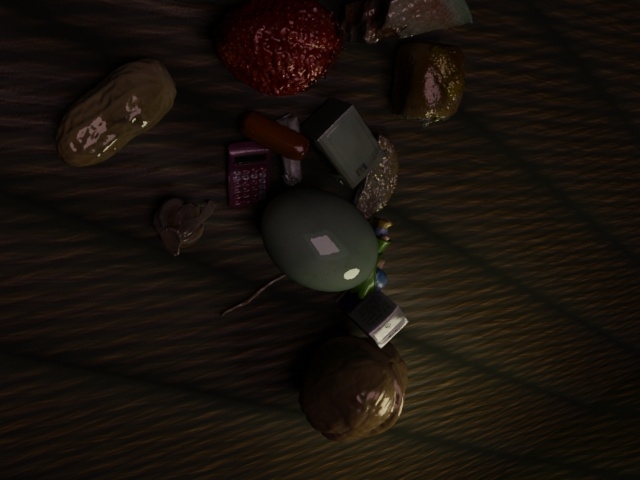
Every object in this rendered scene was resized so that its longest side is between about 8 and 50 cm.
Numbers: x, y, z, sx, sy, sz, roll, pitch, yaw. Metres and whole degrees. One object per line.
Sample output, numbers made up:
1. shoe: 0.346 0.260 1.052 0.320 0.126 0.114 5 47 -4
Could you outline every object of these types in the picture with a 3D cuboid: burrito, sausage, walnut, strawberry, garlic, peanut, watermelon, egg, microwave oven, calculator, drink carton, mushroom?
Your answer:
1. burrito: -0.086 -0.250 1.568 0.064 0.064 0.203 -16 119 -24
2. sausage: -0.124 -0.276 1.487 0.198 0.076 0.076 25 100 -9
3. walnut: 0.109 0.490 1.884 0.381 0.381 0.381 -14 120 -25
4. strawberry: -0.106 -0.468 1.329 0.288 0.238 0.250 3 109 -37
5. garlic: -0.354 -0.062 1.478 0.194 0.127 0.131 -48 153 -35
6. peanut: -0.465 -0.285 1.268 0.313 0.152 0.152 -38 127 -7
7. watermelon: 0.217 -0.614 1.445 0.302 0.264 0.151 -21 122 -17
8. egg: 0.000 0.000 1.607 0.389 0.276 0.276 33 94 -36
9. microwave oven: 0.060 -0.278 1.598 0.163 0.129 0.205 -45 128 -7
10. calculator: -0.199 -0.184 1.550 0.127 0.034 0.190 -12 125 -27
11. drink carton: 0.167 0.233 1.860 0.134 0.222 0.102 -41 128 -7
12. mushroom: -0.185 0.157 1.740 0.286 0.028 0.026 -27 167 -16

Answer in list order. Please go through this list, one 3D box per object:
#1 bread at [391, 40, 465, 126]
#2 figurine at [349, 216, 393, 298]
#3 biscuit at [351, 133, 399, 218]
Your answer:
1. bread: 0.324 -0.450 1.642 0.196 0.176 0.246 -8 117 -26
2. figurine: 0.157 0.054 1.812 0.143 0.162 0.263 16 94 -26
3. biscuit: 0.186 -0.190 1.776 0.141 0.038 0.289 4 113 -33
